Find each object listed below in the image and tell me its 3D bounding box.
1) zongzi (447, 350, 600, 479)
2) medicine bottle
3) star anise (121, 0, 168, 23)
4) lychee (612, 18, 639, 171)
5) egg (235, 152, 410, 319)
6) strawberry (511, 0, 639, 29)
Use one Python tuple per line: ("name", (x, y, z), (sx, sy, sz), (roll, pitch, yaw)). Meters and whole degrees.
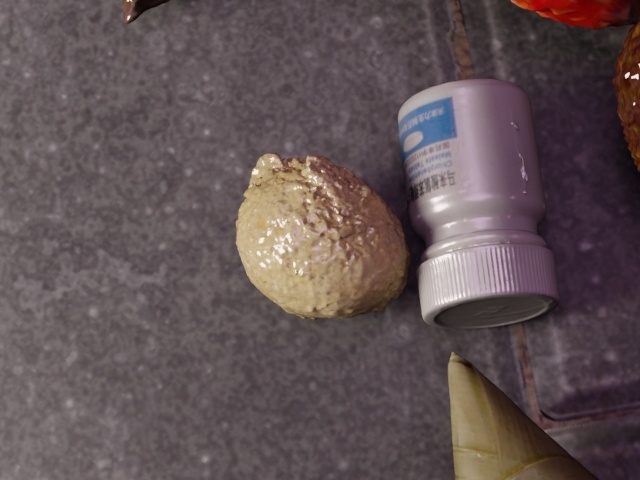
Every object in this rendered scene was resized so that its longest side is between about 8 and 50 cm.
("zongzi", (0.233, 0.217, 1.096), (0.289, 0.154, 0.317), (-1, 68, -3))
("medicine bottle", (0.115, -0.026, 1.194), (0.105, 0.105, 0.168), (-8, 73, 3))
("star anise", (-0.112, -0.300, 1.304), (0.214, 0.099, 0.220), (-16, 72, -9))
("lychee", (0.303, -0.103, 1.160), (0.194, 0.194, 0.194), (-2, 73, 5))
("egg", (0.000, 0.000, 1.193), (0.140, 0.116, 0.118), (28, 102, 13))
("strawberry", (0.151, -0.336, 1.196), (0.310, 0.292, 0.291), (31, 79, 20))
